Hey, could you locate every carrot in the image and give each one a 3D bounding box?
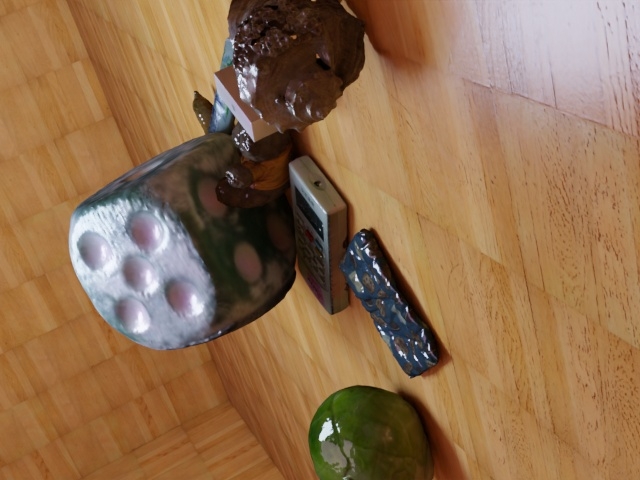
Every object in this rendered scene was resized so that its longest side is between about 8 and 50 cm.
[{"bbox_3d":[-0.193,-0.179,1.990,0.342,0.070,0.070,62,164,8],"label":"carrot"}]

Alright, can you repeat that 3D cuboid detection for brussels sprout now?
[{"bbox_3d":[0.093,0.389,1.715,0.244,0.244,0.244,55,162,28],"label":"brussels sprout"}]

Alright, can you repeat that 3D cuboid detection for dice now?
[{"bbox_3d":[-0.264,0.004,1.823,0.330,0.328,0.348,-20,106,33],"label":"dice"}]

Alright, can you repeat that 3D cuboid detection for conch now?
[{"bbox_3d":[-0.040,-0.256,1.189,0.245,0.178,0.163,55,158,32],"label":"conch"}]

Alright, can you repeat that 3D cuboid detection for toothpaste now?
[{"bbox_3d":[-0.192,-0.274,1.837,0.075,0.048,0.297,55,150,25],"label":"toothpaste"}]

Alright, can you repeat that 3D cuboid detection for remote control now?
[{"bbox_3d":[-0.001,0.000,1.702,0.145,0.050,0.344,54,161,32],"label":"remote control"}]

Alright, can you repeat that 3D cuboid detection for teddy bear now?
[{"bbox_3d":[-0.104,-0.159,1.637,0.140,0.177,0.190,17,143,11],"label":"teddy bear"}]

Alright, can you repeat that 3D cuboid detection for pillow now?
[{"bbox_3d":[0.113,0.111,1.541,0.256,0.034,0.189,60,164,13],"label":"pillow"}]

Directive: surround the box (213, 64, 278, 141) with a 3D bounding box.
[{"bbox_3d":[-0.080,-0.234,1.439,0.129,0.130,0.051,53,163,33],"label":"box"}]
